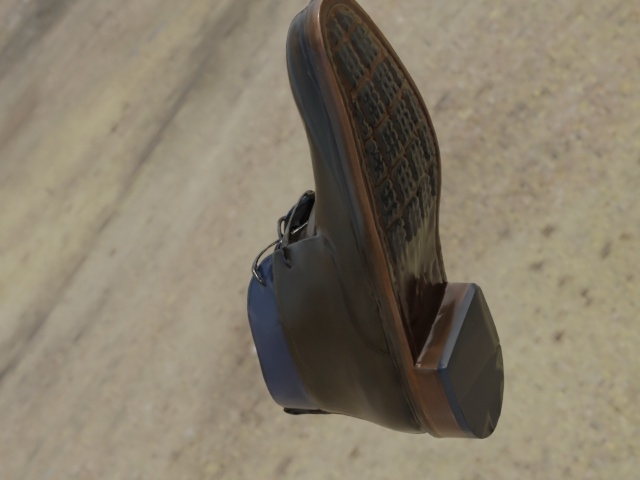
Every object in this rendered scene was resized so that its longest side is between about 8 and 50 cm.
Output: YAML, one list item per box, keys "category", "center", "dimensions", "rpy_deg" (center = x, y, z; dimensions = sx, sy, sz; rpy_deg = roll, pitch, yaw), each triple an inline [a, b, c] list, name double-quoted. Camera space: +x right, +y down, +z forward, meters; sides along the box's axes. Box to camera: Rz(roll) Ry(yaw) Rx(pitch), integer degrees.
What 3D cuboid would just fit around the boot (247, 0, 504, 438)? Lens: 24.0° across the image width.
- category: "boot"
  center: [0.000, 0.000, 0.657]
  dimensions: [0.106, 0.219, 0.082]
  rpy_deg: [-5, 30, 28]
